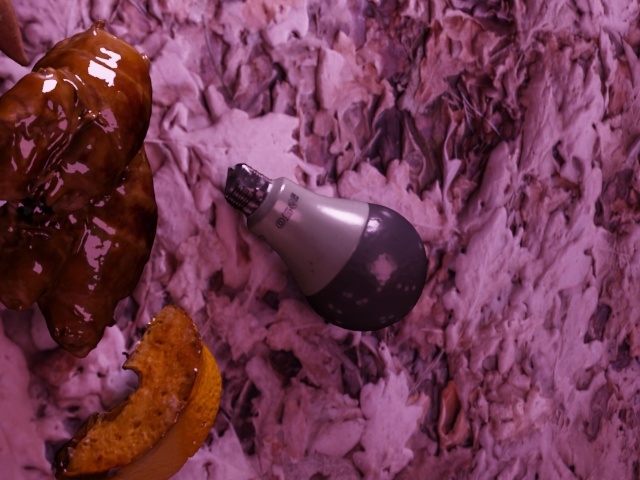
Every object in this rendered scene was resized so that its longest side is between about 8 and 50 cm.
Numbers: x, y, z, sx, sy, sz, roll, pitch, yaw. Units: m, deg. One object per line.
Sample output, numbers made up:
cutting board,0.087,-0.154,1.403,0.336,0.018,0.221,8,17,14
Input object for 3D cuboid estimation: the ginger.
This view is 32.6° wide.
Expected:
ginger,-0.274,-0.050,1.226,0.274,0.152,0.358,-71,165,-65

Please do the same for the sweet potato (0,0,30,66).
sweet potato,-0.399,-0.276,1.092,0.281,0.059,0.067,30,73,-24

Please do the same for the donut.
donut,-0.202,0.215,1.356,0.259,0.152,0.101,-55,129,-21

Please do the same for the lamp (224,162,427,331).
lamp,0.001,0.018,1.511,0.313,0.182,0.182,18,80,-23
